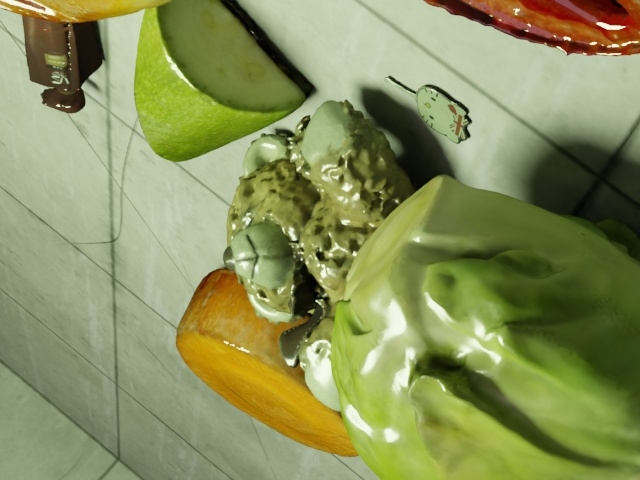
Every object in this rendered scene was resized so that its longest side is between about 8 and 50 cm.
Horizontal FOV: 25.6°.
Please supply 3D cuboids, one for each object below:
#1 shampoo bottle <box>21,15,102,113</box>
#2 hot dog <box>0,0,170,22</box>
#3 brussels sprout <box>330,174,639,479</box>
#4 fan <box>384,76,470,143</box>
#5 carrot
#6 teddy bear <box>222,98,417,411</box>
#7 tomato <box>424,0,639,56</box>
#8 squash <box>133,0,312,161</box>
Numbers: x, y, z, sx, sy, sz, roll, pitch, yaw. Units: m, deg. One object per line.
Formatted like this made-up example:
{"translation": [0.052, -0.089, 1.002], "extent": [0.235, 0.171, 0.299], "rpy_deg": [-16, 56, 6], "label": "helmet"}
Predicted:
{"translation": [-0.270, -0.205, 1.448], "extent": [0.068, 0.067, 0.236], "rpy_deg": [27, 154, 11], "label": "shampoo bottle"}
{"translation": [-0.220, -0.298, 1.052], "extent": [0.405, 0.185, 0.223], "rpy_deg": [37, 155, 11], "label": "hot dog"}
{"translation": [0.162, 0.101, 1.083], "extent": [0.328, 0.247, 0.328], "rpy_deg": [12, 134, 12], "label": "brussels sprout"}
{"translation": [0.085, -0.109, 1.134], "extent": [0.083, 0.004, 0.056], "rpy_deg": [33, 156, 19], "label": "fan"}
{"translation": [-0.048, 0.162, 1.735], "extent": [0.258, 0.100, 0.307], "rpy_deg": [14, 152, 45], "label": "carrot"}
{"translation": [0.000, 0.000, 1.277], "extent": [0.256, 0.156, 0.267], "rpy_deg": [12, 103, 49], "label": "teddy bear"}
{"translation": [0.122, -0.203, 0.799], "extent": [0.228, 0.101, 0.228], "rpy_deg": [30, 161, 11], "label": "tomato"}
{"translation": [-0.138, -0.143, 1.315], "extent": [0.169, 0.093, 0.252], "rpy_deg": [46, 157, -14], "label": "squash"}
